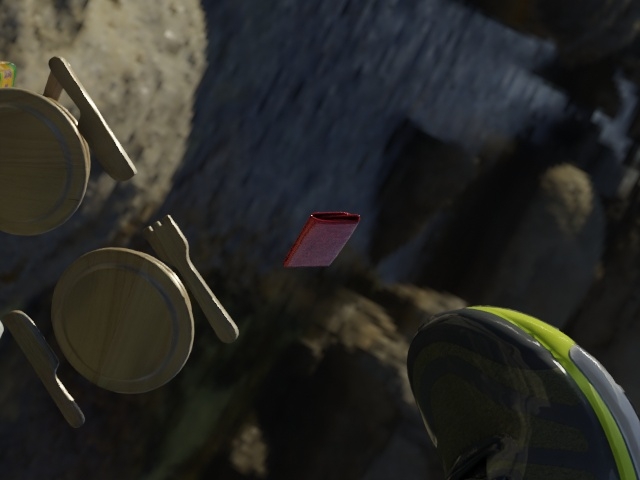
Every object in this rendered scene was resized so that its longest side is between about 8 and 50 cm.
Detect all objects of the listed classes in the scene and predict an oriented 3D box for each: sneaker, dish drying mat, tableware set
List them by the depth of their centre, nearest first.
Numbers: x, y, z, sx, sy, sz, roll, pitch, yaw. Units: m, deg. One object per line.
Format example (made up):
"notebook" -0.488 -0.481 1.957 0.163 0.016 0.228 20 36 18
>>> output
"sneaker" 0.087 0.153 0.700 0.121 0.300 0.111 0 140 -25
"tableware set" -0.137 -0.003 0.932 0.128 0.194 0.039 -29 -174 23
"dish drying mat" 0.000 0.000 1.005 0.083 0.032 0.008 123 -37 -67

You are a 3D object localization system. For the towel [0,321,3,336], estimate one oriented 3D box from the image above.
"towel" -0.470 0.101 1.449 0.090 0.320 0.374 -36 -157 29

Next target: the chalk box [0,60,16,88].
"chalk box" -0.345 -0.004 1.247 0.179 0.180 0.288 -127 -136 -82
